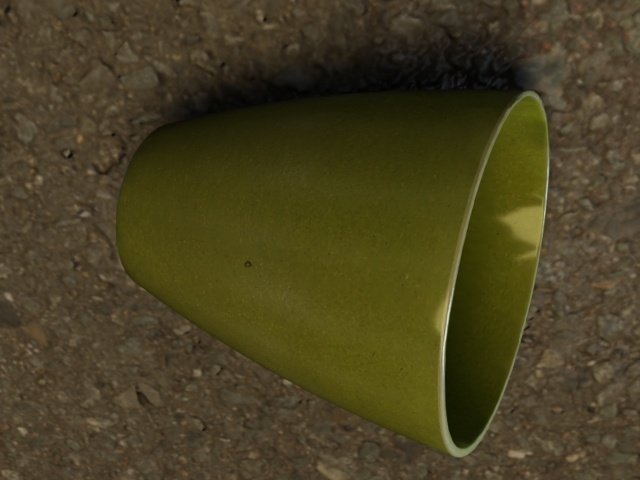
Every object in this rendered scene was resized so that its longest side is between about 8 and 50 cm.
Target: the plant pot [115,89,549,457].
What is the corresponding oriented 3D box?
[{"bbox_3d":[0.000,0.000,0.937,0.294,0.275,0.274,11,125,21],"label":"plant pot"}]
